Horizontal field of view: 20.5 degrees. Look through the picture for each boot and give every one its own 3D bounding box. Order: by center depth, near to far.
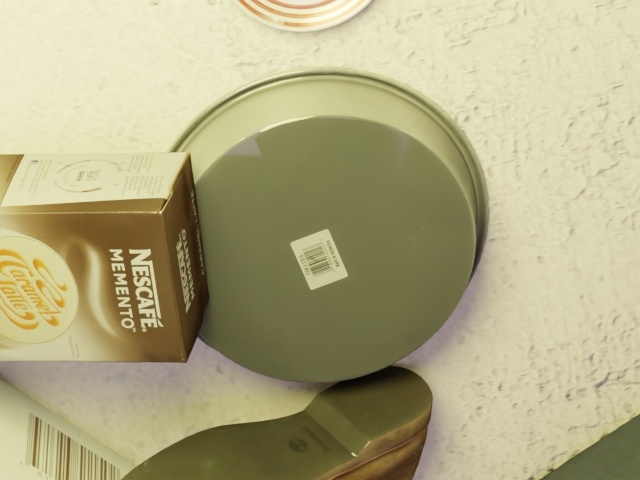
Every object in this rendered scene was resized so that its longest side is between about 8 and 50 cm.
[{"bbox_3d":[-0.038,0.215,1.518,0.305,0.112,0.115,-18,132,-23],"label":"boot"}]

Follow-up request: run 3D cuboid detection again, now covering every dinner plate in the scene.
[{"bbox_3d":[-0.013,-0.230,1.367,0.141,0.017,0.141,-3,119,-6],"label":"dinner plate"}]

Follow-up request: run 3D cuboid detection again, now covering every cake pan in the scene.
[{"bbox_3d":[0.000,0.000,1.472,0.293,0.054,0.293,-3,119,-5],"label":"cake pan"}]

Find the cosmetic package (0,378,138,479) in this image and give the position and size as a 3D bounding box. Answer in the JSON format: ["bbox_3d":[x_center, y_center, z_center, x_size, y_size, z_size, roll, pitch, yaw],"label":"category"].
[{"bbox_3d":[-0.359,0.350,1.555,0.230,0.161,0.453,36,109,-22],"label":"cosmetic package"}]

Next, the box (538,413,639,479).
[{"bbox_3d":[0.505,0.334,1.576,0.480,0.297,0.472,-35,118,12],"label":"box"}]

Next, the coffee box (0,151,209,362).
[{"bbox_3d":[-0.222,0.013,1.394,0.246,0.098,0.141,-1,120,10],"label":"coffee box"}]
